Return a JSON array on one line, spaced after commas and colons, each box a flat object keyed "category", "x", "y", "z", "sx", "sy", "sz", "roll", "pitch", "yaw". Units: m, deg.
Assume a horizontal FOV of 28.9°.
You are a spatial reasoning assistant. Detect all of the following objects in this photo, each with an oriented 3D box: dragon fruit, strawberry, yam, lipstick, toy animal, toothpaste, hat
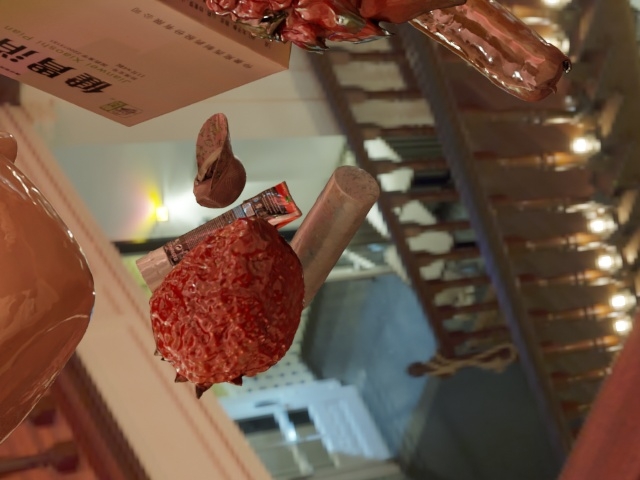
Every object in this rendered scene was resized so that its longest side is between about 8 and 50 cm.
[{"category": "dragon fruit", "x": 0.006, "y": -0.146, "z": 0.609, "sx": 0.130, "sy": 0.142, "sz": 0.121, "roll": 53, "pitch": 133, "yaw": 18}, {"category": "strawberry", "x": -0.073, "y": 0.056, "z": 1.072, "sx": 0.148, "sy": 0.131, "sz": 0.131, "roll": -42, "pitch": 59, "yaw": 39}, {"category": "yam", "x": 0.051, "y": -0.172, "z": 0.798, "sx": 0.264, "sy": 0.046, "sz": 0.046, "roll": 41, "pitch": 131, "yaw": 20}, {"category": "lipstick", "x": 0.000, "y": 0.000, "z": 1.132, "sx": 0.158, "sy": 0.048, "sz": 0.048, "roll": -58, "pitch": 48, "yaw": 40}, {"category": "toy animal", "x": -0.315, "y": 0.033, "z": 1.078, "sx": 0.213, "sy": 0.195, "sz": 0.256, "roll": -42, "pitch": 81, "yaw": 7}, {"category": "toothpaste", "x": -0.113, "y": -0.002, "z": 1.400, "sx": 0.045, "sy": 0.193, "sz": 0.071, "roll": 62, "pitch": 178, "yaw": -41}, {"category": "hat", "x": -0.083, "y": -0.068, "z": 1.094, "sx": 0.058, "sy": 0.042, "sz": 0.087, "roll": 42, "pitch": 121, "yaw": 57}]

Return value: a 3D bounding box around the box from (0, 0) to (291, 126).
[{"category": "box", "x": -0.167, "y": -0.159, "z": 0.797, "sx": 0.175, "sy": 0.260, "sz": 0.062, "roll": -13, "pitch": 66, "yaw": 42}]
